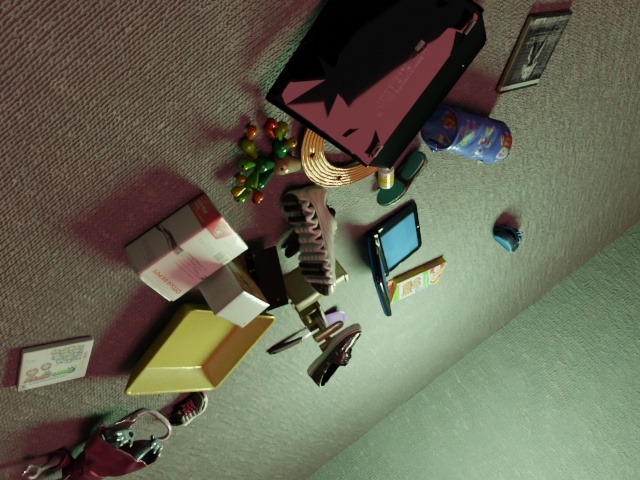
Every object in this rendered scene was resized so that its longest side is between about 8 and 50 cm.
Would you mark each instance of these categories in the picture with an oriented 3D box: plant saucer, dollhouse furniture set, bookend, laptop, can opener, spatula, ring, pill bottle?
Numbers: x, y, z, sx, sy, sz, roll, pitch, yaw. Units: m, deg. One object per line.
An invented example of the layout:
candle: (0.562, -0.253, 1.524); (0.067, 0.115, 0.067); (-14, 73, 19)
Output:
plant saucer: (-0.338, 0.288, 1.599); (0.333, 0.081, 0.333); (-50, 146, 18)
dollhouse furniture set: (-0.001, 0.155, 1.634); (0.161, 0.212, 0.242); (-33, 149, -8)
bookend: (-0.165, 0.098, 1.515); (0.072, 0.156, 0.157); (-16, 98, -31)
laptop: (0.144, -0.372, 1.238); (0.408, 0.236, 0.382); (30, 106, -22)
can opener: (-0.031, -0.024, 1.541); (0.186, 0.073, 0.059); (-46, -174, 19)
spatula: (-0.045, 0.318, 1.972); (0.296, 0.030, 0.084); (-28, 146, -15)
ring: (0.094, -0.267, 1.365); (0.337, 0.032, 0.336); (-25, 146, -18)
pill bottle: (0.175, -0.180, 1.542); (0.043, 0.043, 0.083); (-29, 147, -13)

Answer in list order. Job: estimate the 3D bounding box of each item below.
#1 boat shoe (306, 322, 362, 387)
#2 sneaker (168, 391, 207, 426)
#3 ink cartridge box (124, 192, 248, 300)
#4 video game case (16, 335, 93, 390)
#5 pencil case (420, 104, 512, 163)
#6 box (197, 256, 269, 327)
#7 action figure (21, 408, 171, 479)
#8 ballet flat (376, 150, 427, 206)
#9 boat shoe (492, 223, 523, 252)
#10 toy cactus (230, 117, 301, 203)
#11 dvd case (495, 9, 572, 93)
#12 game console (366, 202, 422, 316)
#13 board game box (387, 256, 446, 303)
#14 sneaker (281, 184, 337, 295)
boat shoe: (0.050, 0.333, 1.638); (0.228, 0.076, 0.080); (-48, 148, 18)
sneaker: (-0.429, 0.545, 1.849); (0.170, 0.063, 0.075); (-47, 154, 23)
ink cartridge box: (-0.296, 0.019, 1.285); (0.218, 0.092, 0.158); (-37, 148, -5)
video game case: (-0.632, 0.293, 1.371); (0.157, 0.019, 0.143); (-6, 136, -40)
pencil case: (0.401, -0.282, 1.562); (0.306, 0.119, 0.133); (1, 115, -44)
box: (-0.224, 0.107, 1.393); (0.091, 0.170, 0.130); (-41, 149, 4)
action figure: (-0.668, 0.641, 1.689); (0.370, 0.248, 0.275); (-34, -167, 17)
ballet flat: (0.233, -0.167, 1.602); (0.188, 0.070, 0.070); (-47, 147, 21)
boat shoe: (0.745, -0.018, 2.283); (0.089, 0.109, 0.258); (-52, 163, 9)
toy cactus: (-0.104, -0.165, 1.249); (0.180, 0.112, 0.219); (-10, 131, -52)
dvd case: (0.571, -0.504, 1.545); (0.165, 0.018, 0.221); (-19, 143, -29)
game console: (0.252, 0.067, 1.825); (0.173, 0.250, 0.293); (-12, 148, 8)
board game box: (0.352, 0.153, 2.153); (0.259, 0.039, 0.124); (-19, 143, -23)
sneaker: (0.000, 0.000, 1.449); (0.118, 0.110, 0.292); (-29, 114, -39)
